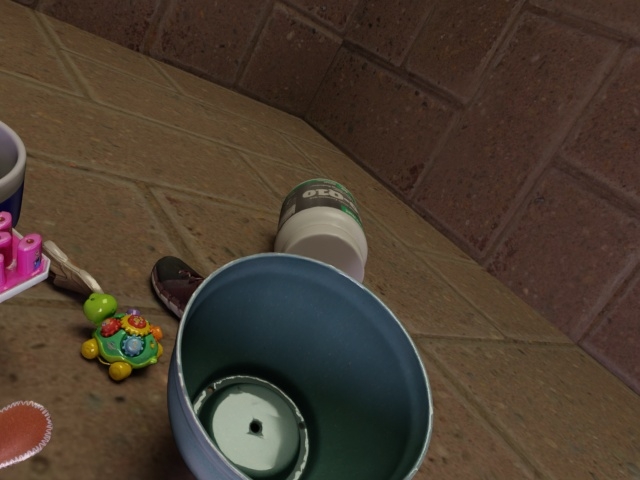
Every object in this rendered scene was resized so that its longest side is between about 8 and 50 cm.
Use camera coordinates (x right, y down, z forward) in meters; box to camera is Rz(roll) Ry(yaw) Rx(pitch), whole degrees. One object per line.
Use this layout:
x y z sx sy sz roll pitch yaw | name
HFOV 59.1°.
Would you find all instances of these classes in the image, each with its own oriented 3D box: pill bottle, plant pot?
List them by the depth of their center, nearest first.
-0.048 0.187 0.652 0.292 0.196 0.293 19 44 -19 | plant pot
0.000 0.000 1.282 0.204 0.204 0.361 26 19 -11 | pill bottle

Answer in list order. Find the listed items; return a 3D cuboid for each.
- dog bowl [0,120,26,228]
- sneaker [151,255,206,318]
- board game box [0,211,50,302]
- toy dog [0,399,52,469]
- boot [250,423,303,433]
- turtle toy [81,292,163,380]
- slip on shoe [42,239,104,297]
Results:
-0.540 -0.087 0.747 0.264 0.104 0.265 17 32 -11 | dog bowl
-0.162 0.071 0.908 0.106 0.163 0.281 7 29 -50 | sneaker
-0.537 -0.010 0.512 0.389 0.050 0.390 35 40 15 | board game box
-0.240 0.217 0.405 0.333 0.161 0.220 25 18 -16 | toy dog
-0.014 0.240 0.859 0.208 0.076 0.190 16 19 -18 | boot
-0.269 0.124 0.761 0.130 0.066 0.095 33 18 11 | turtle toy
-0.372 0.055 0.833 0.135 0.051 0.041 41 59 8 | slip on shoe
